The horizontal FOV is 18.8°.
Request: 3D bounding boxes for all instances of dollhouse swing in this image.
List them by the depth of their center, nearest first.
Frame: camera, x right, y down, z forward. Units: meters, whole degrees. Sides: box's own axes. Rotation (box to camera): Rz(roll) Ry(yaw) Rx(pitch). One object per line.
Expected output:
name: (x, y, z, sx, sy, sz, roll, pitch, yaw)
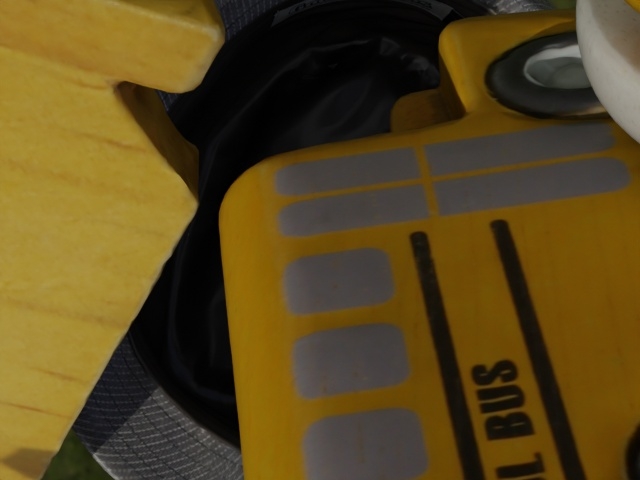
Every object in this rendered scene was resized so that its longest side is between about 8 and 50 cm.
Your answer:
dollhouse swing: (-0.226, -0.098, 0.710, 0.315, 0.305, 0.347, 15, 136, -19)

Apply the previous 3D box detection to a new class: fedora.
fedora: (0.000, 0.000, 0.850, 0.244, 0.124, 0.275, 29, 82, -9)

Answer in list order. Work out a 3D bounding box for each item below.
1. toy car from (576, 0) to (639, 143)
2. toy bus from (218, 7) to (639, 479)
toy car: (0.153, -0.080, 0.425, 0.182, 0.136, 0.159, -25, 145, -27)
toy bus: (0.049, 0.061, 0.471, 0.130, 0.332, 0.108, -10, 122, 0)
